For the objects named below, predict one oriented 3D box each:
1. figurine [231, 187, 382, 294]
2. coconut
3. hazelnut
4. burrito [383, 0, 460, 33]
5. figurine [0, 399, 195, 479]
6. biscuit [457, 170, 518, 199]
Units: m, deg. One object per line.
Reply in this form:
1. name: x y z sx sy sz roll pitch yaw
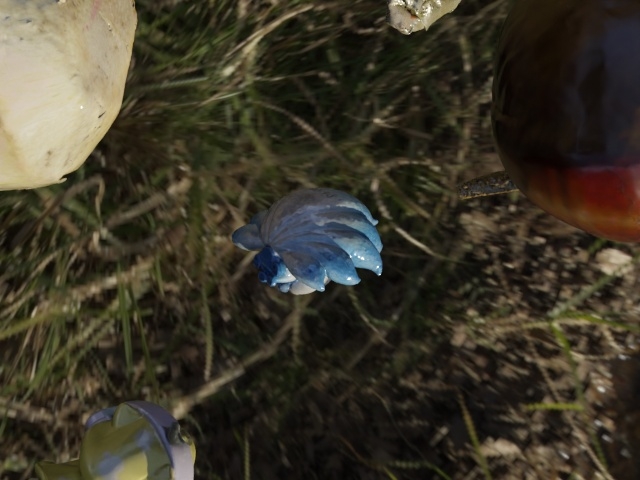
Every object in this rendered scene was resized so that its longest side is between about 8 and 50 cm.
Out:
1. figurine: 0.000 0.000 1.064 0.114 0.114 0.079 -2 106 -8
2. coconut: -0.398 -0.224 1.775 0.353 0.352 0.352 -1 95 -8
3. hazelnut: 0.226 -0.100 1.050 0.229 0.229 0.229 -1 95 -8
4. burrito: 0.106 -0.240 1.432 0.045 0.188 0.058 15 114 14
5. figurine: -0.189 0.212 1.181 0.184 0.208 0.128 -49 65 27
6. biscuit: 0.295 -0.084 1.840 0.231 0.131 0.025 -7 96 26
